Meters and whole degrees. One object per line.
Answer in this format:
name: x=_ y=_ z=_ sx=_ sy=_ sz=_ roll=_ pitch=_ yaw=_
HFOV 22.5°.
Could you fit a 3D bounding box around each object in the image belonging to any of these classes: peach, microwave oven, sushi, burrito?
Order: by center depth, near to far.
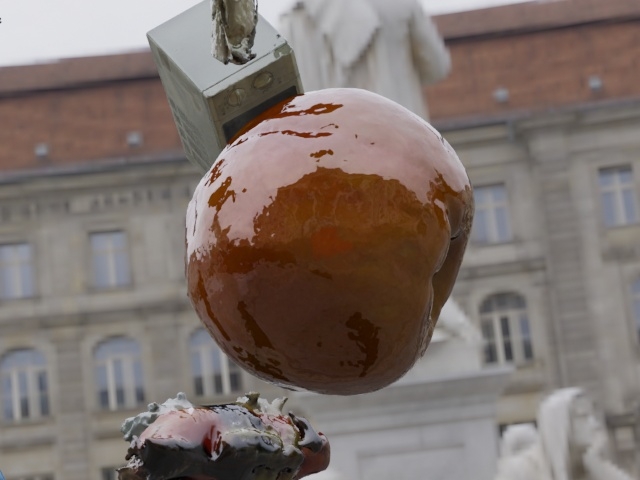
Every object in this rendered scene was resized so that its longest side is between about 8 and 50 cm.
sushi: x=-0.083 y=0.170 z=1.278 sx=0.226 sy=0.103 sz=0.097 roll=8 pitch=-59 yaw=-45
peach: x=0.000 y=0.000 z=1.789 sx=0.302 sy=0.342 sz=0.343 roll=21 pitch=-8 yaw=12
burrito: x=-0.101 y=-0.314 z=1.861 sx=0.063 sy=0.229 sz=0.058 roll=-1 pitch=-1 yaw=-8
microwave oven: x=-0.109 y=-0.181 z=2.104 sx=0.145 sy=0.194 sz=0.240 roll=-29 pitch=-39 yaw=-12

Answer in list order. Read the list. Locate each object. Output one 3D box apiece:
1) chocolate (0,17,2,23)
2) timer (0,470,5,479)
chocolate: x=-0.432 y=-0.215 z=1.706 sx=0.182 sy=0.028 sz=0.086 roll=-26 pitch=-33 yaw=0
timer: x=-0.556 y=0.314 z=2.090 sx=0.115 sy=0.340 sz=0.309 roll=-33 pitch=-19 yaw=-47
